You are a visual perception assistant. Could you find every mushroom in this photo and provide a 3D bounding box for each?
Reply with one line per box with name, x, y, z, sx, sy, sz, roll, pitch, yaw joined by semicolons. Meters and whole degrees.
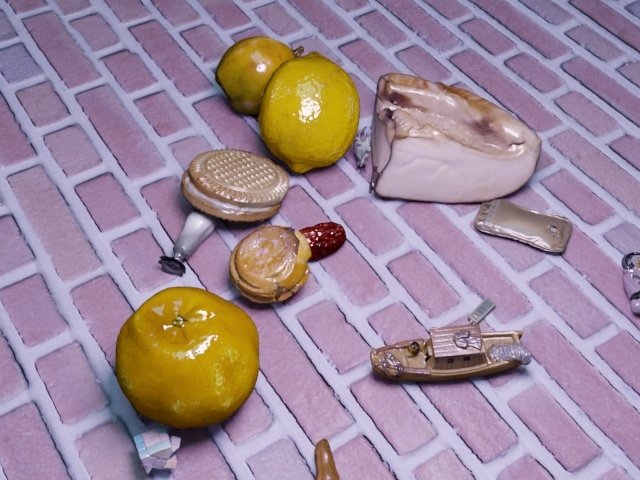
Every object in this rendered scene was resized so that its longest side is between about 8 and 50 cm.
mushroom;0.322;-0.249;1.953;0.398;0.224;0.313;6;36;-4

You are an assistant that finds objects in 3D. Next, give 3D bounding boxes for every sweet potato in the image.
sweet potato;0.008;0.441;1.447;0.053;0.054;0.182;11;48;-3

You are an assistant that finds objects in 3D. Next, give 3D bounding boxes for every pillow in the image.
pillow;0.473;-0.037;1.866;0.218;0.033;0.130;20;50;16

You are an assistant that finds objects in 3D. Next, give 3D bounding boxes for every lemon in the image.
lemon;-0.024;-0.315;1.936;0.254;0.253;0.310;9;81;6

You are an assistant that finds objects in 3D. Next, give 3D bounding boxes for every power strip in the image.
power strip;0.346;0.154;1.716;0.027;0.017;0.083;35;56;26

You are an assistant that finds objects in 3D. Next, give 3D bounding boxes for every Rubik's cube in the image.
Rubik's cube;-0.297;0.393;1.472;0.084;0.073;0.075;-9;34;-2

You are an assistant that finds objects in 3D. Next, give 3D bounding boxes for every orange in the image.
orange;-0.250;0.215;1.507;0.279;0.235;0.279;5;40;-5

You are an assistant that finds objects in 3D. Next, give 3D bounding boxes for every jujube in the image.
jujube;0.000;0.000;1.806;0.129;0.077;0.077;-17;52;-28

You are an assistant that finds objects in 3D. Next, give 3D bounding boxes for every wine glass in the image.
wine glass;-0.299;0.002;1.795;0.072;0.072;0.155;18;53;13

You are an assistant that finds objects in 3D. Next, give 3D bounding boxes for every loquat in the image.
loquat;-0.146;-0.441;2.078;0.246;0.213;0.213;-29;55;-8

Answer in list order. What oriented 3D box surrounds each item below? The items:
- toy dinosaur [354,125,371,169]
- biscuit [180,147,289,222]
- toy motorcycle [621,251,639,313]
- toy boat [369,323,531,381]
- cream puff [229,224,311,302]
toy dinosaur;0.104;-0.232;1.993;0.039;0.082;0.209;6;36;0
biscuit;-0.198;-0.133;1.865;0.259;0.079;0.259;12;31;-7
toy motorcycle;0.735;0.117;1.719;0.225;0.073;0.152;34;59;26
toy boat;0.259;0.225;1.590;0.321;0.121;0.089;-4;56;-5
cream puff;-0.106;0.054;1.719;0.189;0.129;0.189;-7;50;8
